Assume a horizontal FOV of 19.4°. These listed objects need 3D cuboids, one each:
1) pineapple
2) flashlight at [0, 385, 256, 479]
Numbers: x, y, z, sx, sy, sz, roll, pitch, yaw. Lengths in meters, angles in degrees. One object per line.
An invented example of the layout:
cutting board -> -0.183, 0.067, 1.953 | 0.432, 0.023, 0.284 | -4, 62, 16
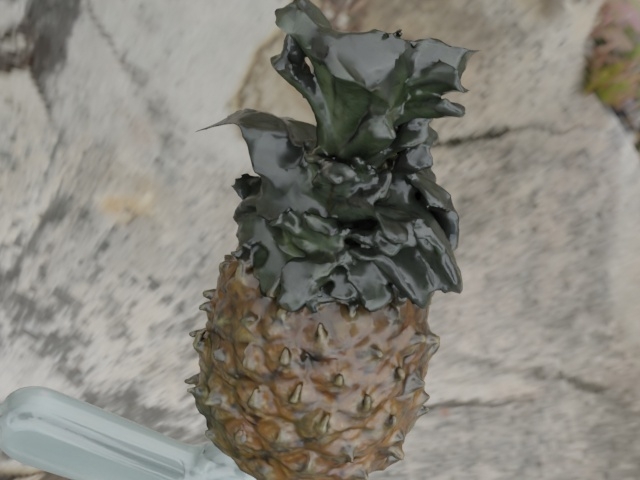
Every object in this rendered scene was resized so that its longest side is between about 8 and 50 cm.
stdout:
pineapple -> 0.000, 0.000, 1.041 | 0.170, 0.310, 0.141 | 30, 46, 21
flashlight -> -0.123, 0.147, 1.266 | 0.200, 0.093, 0.047 | 19, 46, -4
